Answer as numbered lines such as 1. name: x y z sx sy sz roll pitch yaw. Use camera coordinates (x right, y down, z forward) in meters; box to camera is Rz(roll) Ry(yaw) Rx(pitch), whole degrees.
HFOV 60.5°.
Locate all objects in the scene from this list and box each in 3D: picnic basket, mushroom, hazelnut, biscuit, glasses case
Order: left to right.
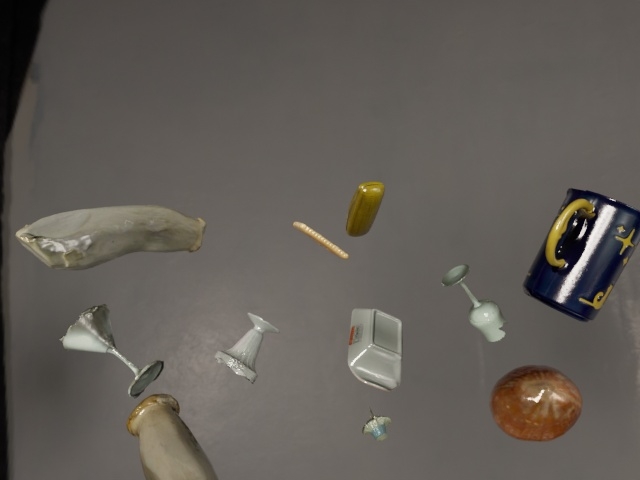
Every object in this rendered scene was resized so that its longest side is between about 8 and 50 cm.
1. mushroom: -0.374 -0.011 1.030 0.097 0.352 0.109 6 101 50
2. mushroom: -0.317 0.505 1.212 0.407 0.138 0.154 37 139 52
3. biscuit: 0.000 0.001 2.301 0.030 0.250 0.160 -57 16 -4
4. glasses case: 0.119 -0.083 1.522 0.234 0.079 0.064 104 152 -58
5. picnic basket: 0.147 0.489 1.461 0.065 0.083 0.083 70 177 -45
6. hazelnut: 0.508 0.382 1.296 0.214 0.215 0.176 101 154 -57

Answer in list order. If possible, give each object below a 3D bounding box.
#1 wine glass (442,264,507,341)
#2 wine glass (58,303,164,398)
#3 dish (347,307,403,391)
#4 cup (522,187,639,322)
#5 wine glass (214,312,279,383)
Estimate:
1. wine glass: 0.377 0.154 1.323 0.195 0.079 0.079 50 -178 -15
2. wine glass: -0.531 0.292 1.424 0.156 0.232 0.156 -50 -14 -17
3. dish: 0.154 0.268 1.393 0.064 0.154 0.234 -55 17 40
4. cup: 0.535 0.019 1.185 0.256 0.255 0.178 -64 19 6
5. wine glass: -0.242 0.356 1.845 0.196 0.165 0.165 -58 -4 -21
